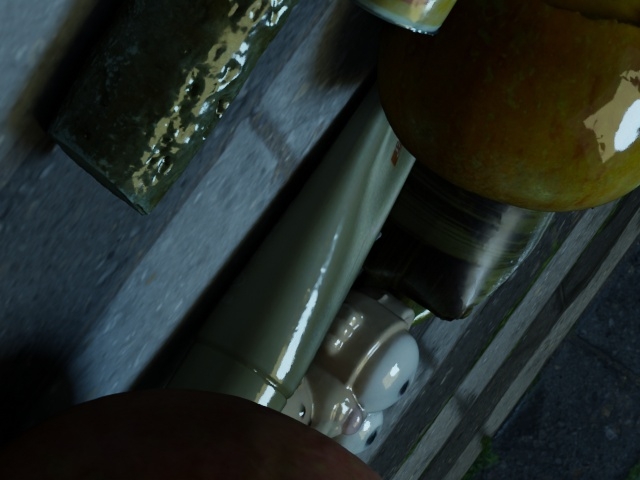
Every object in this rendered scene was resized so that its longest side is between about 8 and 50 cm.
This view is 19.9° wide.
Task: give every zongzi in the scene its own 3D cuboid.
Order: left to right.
[{"bbox_3d":[0.178,-0.085,1.589,0.286,0.134,0.288,-58,165,22],"label":"zongzi"}]

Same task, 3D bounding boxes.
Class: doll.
[{"bbox_3d":[-0.027,0.138,1.493,0.278,0.119,0.154,-36,154,-40],"label":"doll"}]

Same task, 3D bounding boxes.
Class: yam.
[{"bbox_3d":[-0.068,-0.099,0.898,0.179,0.078,0.078,-54,166,10],"label":"yam"}]

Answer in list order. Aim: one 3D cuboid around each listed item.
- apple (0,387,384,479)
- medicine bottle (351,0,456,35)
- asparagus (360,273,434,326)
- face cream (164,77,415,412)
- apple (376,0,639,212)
[{"bbox_3d":[-0.094,0.269,1.116,0.364,0.364,0.364,-50,165,-18],"label":"apple"},{"bbox_3d":[0.135,-0.313,0.994,0.426,0.108,0.108,-60,165,21],"label":"medicine bottle"},{"bbox_3d":[0.063,0.062,1.688,0.287,0.080,0.080,-47,164,-31],"label":"asparagus"},{"bbox_3d":[0.000,0.000,1.354,0.341,0.084,0.137,-58,158,-13],"label":"face cream"},{"bbox_3d":[0.153,-0.138,1.255,0.237,0.237,0.207,-27,137,-61],"label":"apple"}]
